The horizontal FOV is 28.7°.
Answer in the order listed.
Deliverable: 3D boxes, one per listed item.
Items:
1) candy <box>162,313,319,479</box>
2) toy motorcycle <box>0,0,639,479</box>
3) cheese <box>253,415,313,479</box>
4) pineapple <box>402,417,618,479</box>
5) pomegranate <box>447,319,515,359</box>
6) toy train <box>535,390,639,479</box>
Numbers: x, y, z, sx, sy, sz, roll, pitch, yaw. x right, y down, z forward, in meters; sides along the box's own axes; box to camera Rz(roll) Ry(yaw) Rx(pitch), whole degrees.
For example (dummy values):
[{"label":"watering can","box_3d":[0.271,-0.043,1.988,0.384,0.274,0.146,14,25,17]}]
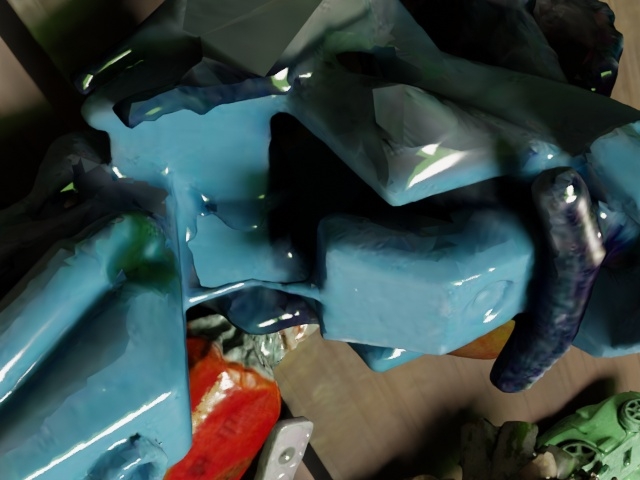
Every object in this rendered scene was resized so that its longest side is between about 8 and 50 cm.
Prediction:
[{"label":"candy","box_3d":[-0.085,0.123,0.667,0.292,0.059,0.086,-55,139,3]},{"label":"toy motorcycle","box_3d":[0.000,0.000,0.520,0.416,0.232,0.172,-28,146,-25]},{"label":"cheese","box_3d":[-0.044,0.190,0.770,0.097,0.037,0.192,-2,120,-44]},{"label":"pineapple","box_3d":[0.092,0.241,0.794,0.272,0.262,0.263,-55,147,-35]},{"label":"pomegranate","box_3d":[0.090,0.005,0.709,0.130,0.130,0.130,-24,133,-29]},{"label":"toy train","box_3d":[0.199,0.172,0.961,0.149,0.081,0.099,-36,138,-26]}]
